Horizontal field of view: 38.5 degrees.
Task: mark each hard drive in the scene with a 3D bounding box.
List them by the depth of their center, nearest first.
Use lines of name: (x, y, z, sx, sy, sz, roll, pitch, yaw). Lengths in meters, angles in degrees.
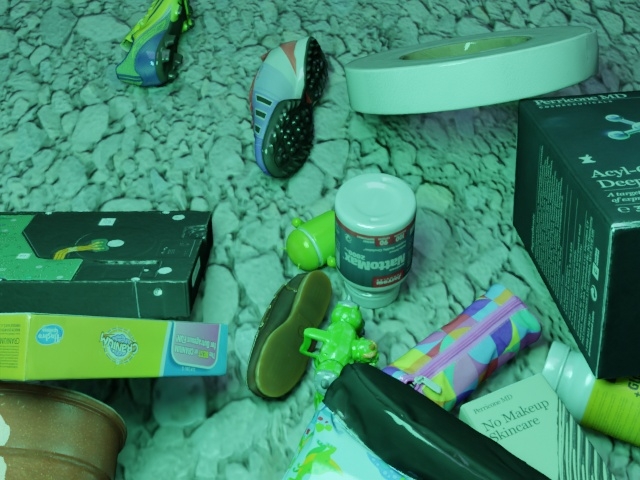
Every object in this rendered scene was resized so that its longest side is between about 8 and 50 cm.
hard drive: (-0.330, 0.030, 1.262, 0.339, 0.064, 0.237, 0, 24, 1)

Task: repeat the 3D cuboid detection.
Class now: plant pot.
plant pot: (-0.337, 0.322, 0.931, 0.272, 0.272, 0.265, -5, 55, -3)

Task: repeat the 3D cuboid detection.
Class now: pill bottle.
pill bottle: (0.364, 0.188, 1.119, 0.184, 0.103, 0.103, 18, 51, 17)
pill bottle: (0.073, 0.007, 1.243, 0.108, 0.180, 0.108, -1, 48, 1)

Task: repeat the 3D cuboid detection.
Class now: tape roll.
tape roll: (0.232, -0.272, 1.441, 0.392, 0.072, 0.392, -8, 16, 2)

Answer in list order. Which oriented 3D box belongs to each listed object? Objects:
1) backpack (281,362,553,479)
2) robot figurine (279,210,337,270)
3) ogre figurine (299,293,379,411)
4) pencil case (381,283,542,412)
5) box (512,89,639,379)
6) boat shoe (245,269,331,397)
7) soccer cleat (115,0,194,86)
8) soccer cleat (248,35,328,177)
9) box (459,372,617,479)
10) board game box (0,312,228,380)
backpack: (0.038, 0.334, 0.849, 0.290, 0.273, 0.355, 34, 97, 19)
robot figurine: (0.000, 0.000, 1.328, 0.115, 0.067, 0.101, -30, 62, -23)
ogre figurine: (0.022, 0.157, 1.149, 0.097, 0.118, 0.197, 24, 54, 23)
pencil case: (0.174, 0.150, 1.165, 0.236, 0.104, 0.104, -34, 55, -27)
box: (0.439, -0.031, 1.173, 0.294, 0.212, 0.395, -5, 28, -2)
boat shoe: (-0.050, 0.127, 1.220, 0.073, 0.073, 0.207, -17, 31, 40)
soccer cleat: (-0.305, -0.389, 1.681, 0.121, 0.093, 0.289, -3, 47, 9)
soccer cleat: (-0.072, -0.217, 1.521, 0.116, 0.108, 0.318, -8, 46, 23)
box: (0.256, 0.284, 0.966, 0.113, 0.094, 0.275, -21, 50, -12)
board game box: (-0.293, 0.120, 1.037, 0.242, 0.316, 0.064, -3, 82, 31)
